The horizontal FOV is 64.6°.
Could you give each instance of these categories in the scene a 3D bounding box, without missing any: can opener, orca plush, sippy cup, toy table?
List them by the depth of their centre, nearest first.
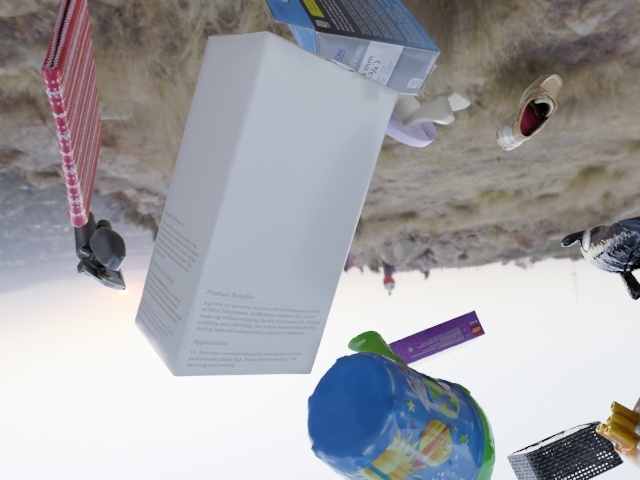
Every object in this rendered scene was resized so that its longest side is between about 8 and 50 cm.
[{"bbox_3d":[0.405,0.021,0.631,0.151,0.102,0.287,-15,173,7],"label":"orca plush"},{"bbox_3d":[0.105,0.284,0.761,0.224,0.240,0.305,39,168,-34],"label":"sippy cup"},{"bbox_3d":[-0.389,0.000,0.916,0.076,0.095,0.283,33,-175,-35],"label":"can opener"},{"bbox_3d":[0.250,-0.367,1.326,0.274,0.252,0.161,3,149,-42],"label":"toy table"}]

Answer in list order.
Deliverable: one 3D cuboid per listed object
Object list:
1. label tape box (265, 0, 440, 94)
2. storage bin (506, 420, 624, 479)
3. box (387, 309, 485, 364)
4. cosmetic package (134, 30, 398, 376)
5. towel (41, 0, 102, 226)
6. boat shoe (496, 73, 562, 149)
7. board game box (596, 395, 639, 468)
[{"bbox_3d":[0.025,-0.403,0.959,0.333,0.241,0.106,-2,141,-27],"label":"label tape box"},{"bbox_3d":[0.485,0.438,1.014,0.180,0.084,0.122,-17,156,-13],"label":"storage bin"},{"bbox_3d":[0.251,0.241,1.156,0.201,0.057,0.293,-22,161,3],"label":"box"},{"bbox_3d":[-0.069,-0.035,0.610,0.197,0.366,0.155,13,-173,-38],"label":"cosmetic package"},{"bbox_3d":[-0.327,-0.171,0.674,0.031,0.199,0.275,2,144,-17],"label":"towel"},{"bbox_3d":[0.369,-0.222,0.858,0.170,0.063,0.059,-52,-166,-14],"label":"boat shoe"},{"bbox_3d":[0.527,0.143,0.674,0.050,0.390,0.390,28,178,17],"label":"board game box"}]
